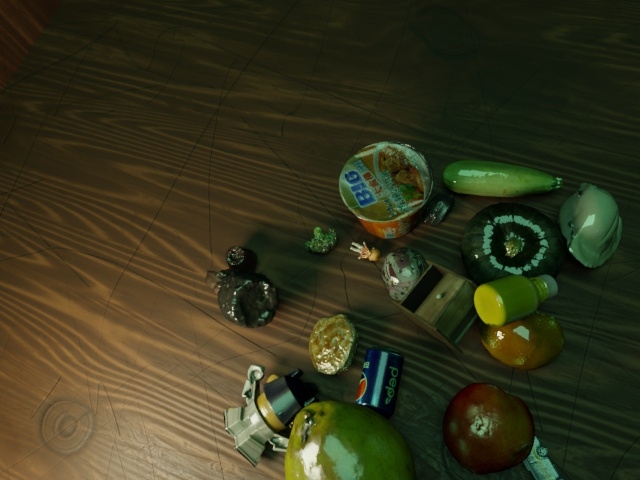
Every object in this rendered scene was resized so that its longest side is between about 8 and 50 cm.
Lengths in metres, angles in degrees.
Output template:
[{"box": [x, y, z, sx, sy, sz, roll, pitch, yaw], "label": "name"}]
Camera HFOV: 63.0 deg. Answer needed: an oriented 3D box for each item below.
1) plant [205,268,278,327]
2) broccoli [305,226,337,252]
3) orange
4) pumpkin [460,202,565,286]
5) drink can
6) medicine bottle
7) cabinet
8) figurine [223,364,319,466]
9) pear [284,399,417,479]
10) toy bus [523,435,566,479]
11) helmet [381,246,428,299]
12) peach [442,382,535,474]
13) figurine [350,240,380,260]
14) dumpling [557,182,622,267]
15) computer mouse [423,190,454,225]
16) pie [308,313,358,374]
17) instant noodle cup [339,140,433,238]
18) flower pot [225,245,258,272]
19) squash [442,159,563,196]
[{"box": [-0.244, 0.183, 1.673, 0.234, 0.204, 0.178, 7, 85, 59], "label": "plant"}, {"box": [0.000, 0.000, 1.763, 0.095, 0.097, 0.092, -7, 70, -25], "label": "broccoli"}, {"box": [0.563, 0.274, 1.491, 0.237, 0.179, 0.158, 33, 36, 18], "label": "orange"}, {"box": [0.570, 0.025, 1.568, 0.300, 0.207, 0.300, -5, 72, 16], "label": "pumpkin"}, {"box": [0.175, 0.422, 1.540, 0.118, 0.118, 0.205, 8, 71, 14], "label": "drink can"}, {"box": [0.534, 0.150, 1.404, 0.212, 0.122, 0.122, -14, 65, -20], "label": "medicine bottle"}, {"box": [0.354, 0.184, 1.520, 0.175, 0.148, 0.215, -51, 31, -5], "label": "cabinet"}, {"box": [-0.140, 0.512, 1.555, 0.308, 0.143, 0.308, 0, 88, 6], "label": "figurine"}, {"box": [0.083, 0.610, 1.363, 0.352, 0.352, 0.413, -25, 100, 1], "label": "pear"}, {"box": [0.605, 0.622, 1.410, 0.075, 0.064, 0.190, -33, 66, 11], "label": "toy bus"}, {"box": [0.268, 0.095, 1.656, 0.153, 0.107, 0.177, -20, 67, 6], "label": "helmet"}, {"box": [0.449, 0.511, 1.406, 0.243, 0.199, 0.243, -3, 68, 6], "label": "peach"}, {"box": [0.147, 0.037, 1.738, 0.109, 0.047, 0.064, 23, 104, 25], "label": "figurine"}, {"box": [0.822, -0.036, 1.581, 0.227, 0.175, 0.243, 37, 93, -20], "label": "dumpling"}, {"box": [0.397, -0.111, 1.744, 0.079, 0.047, 0.135, 33, 81, 22], "label": "computer mouse"}, {"box": [0.040, 0.322, 1.629, 0.163, 0.079, 0.193, 15, 73, 27], "label": "pie"}, {"box": [0.217, -0.147, 1.701, 0.296, 0.214, 0.296, -4, 68, 9], "label": "instant noodle cup"}, {"box": [-0.276, 0.064, 1.783, 0.111, 0.089, 0.111, -4, 68, 10], "label": "flower pot"}, {"box": [0.587, -0.199, 1.706, 0.370, 0.118, 0.118, 5, 70, 10], "label": "squash"}]
